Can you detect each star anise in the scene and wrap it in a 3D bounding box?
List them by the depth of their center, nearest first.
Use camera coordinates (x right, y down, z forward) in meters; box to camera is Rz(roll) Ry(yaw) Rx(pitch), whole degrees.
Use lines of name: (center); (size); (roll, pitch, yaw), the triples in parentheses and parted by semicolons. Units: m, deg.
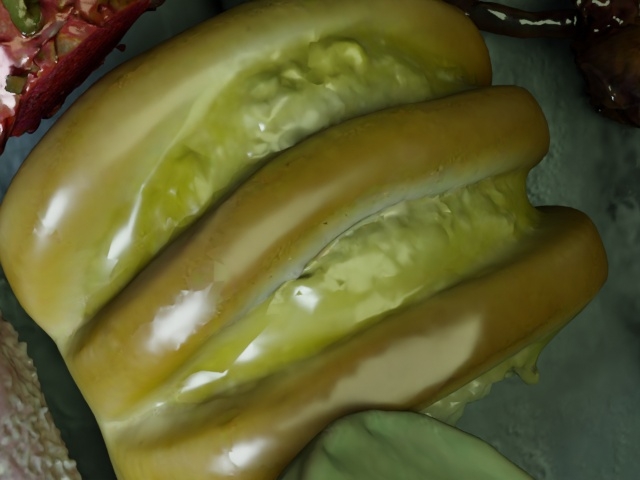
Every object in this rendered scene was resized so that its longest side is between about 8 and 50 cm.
star anise: (0.137, -0.118, 1.145); (0.144, 0.158, 0.140); (-15, 93, 13)

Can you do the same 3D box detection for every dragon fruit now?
dragon fruit: (-0.155, -0.143, 0.986); (0.150, 0.133, 0.208); (1, 84, -20)

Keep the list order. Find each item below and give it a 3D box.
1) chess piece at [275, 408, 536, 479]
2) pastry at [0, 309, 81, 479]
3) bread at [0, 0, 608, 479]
chess piece: (-0.045, 0.309, 0.941); (0.234, 0.234, 0.442); (28, 116, -23)
pastry: (-0.181, 0.145, 1.012); (0.103, 0.112, 0.265); (-20, 105, -31)
bread: (0.000, 0.000, 1.020); (0.315, 0.211, 0.270); (-24, 103, -22)
